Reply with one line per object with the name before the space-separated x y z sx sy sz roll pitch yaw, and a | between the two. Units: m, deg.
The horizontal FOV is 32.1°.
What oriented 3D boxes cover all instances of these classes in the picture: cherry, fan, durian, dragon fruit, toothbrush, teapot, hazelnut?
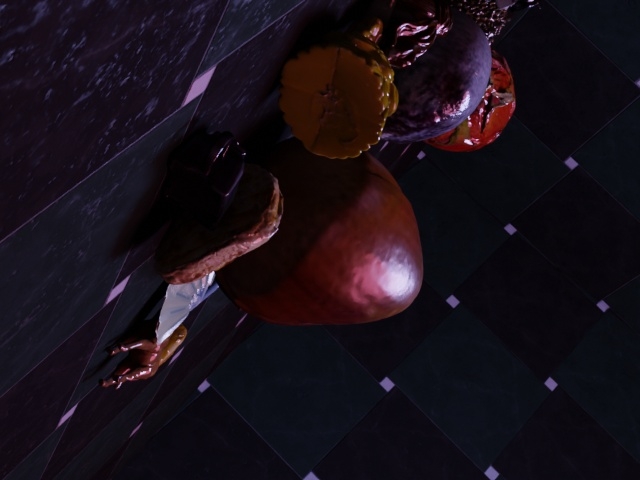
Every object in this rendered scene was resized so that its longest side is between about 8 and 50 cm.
cherry | 0.168 -0.280 1.876 0.255 0.218 0.296 -37 -163 -9
fan | -0.231 0.081 1.986 0.240 0.009 0.131 -57 153 -22
durian | 0.279 -0.420 2.108 0.196 0.167 0.196 -21 -160 8
dragon fruit | 0.329 -0.341 2.638 0.277 0.277 0.342 -51 177 16
toothbrush | -0.228 0.099 2.410 0.019 0.016 0.219 -55 173 33
teapot | -0.137 -0.090 1.434 0.096 0.087 0.177 -53 177 -25
hazelnut | 0.000 0.000 1.812 0.315 0.372 0.372 -61 178 -14

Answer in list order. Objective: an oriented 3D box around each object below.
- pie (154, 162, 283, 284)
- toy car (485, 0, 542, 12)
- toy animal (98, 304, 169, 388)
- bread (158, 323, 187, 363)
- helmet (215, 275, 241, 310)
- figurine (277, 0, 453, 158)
pie | -0.139 -0.018 1.544 0.205 0.084 0.179 -31 -147 24
toy car | 0.359 -0.522 2.033 0.118 0.193 0.301 -17 -165 29
toy animal | -0.295 0.152 1.993 0.229 0.066 0.224 -27 140 -53
bread | -0.322 0.215 2.241 0.074 0.053 0.132 -48 177 37
helmet | -0.146 0.040 2.180 0.175 0.106 0.155 -51 179 -36
figurine | 0.074 -0.285 1.648 0.315 0.168 0.187 -58 142 -43
